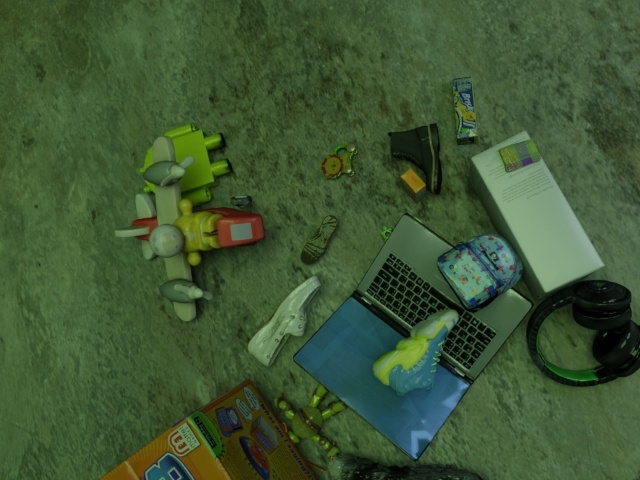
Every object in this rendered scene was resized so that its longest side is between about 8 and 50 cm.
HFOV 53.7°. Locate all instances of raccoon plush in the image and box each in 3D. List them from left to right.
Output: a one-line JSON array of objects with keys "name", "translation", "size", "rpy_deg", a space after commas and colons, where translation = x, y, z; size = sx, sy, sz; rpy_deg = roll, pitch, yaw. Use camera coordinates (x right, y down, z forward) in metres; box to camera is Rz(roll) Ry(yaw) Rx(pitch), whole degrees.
[{"name": "raccoon plush", "translation": [0.232, 0.696, 1.507], "size": [0.446, 0.216, 0.299], "rpy_deg": [5, 93, 39]}]

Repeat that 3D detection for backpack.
[{"name": "backpack", "translation": [0.373, 0.062, 1.454], "size": [0.173, 0.117, 0.158], "rpy_deg": [-32, 73, 5]}]

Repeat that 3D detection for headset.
[{"name": "headset", "translation": [0.678, 0.184, 1.479], "size": [0.394, 0.185, 0.243], "rpy_deg": [-27, 104, 21]}]

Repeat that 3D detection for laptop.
[{"name": "laptop", "translation": [0.218, 0.219, 1.520], "size": [0.382, 0.236, 0.408], "rpy_deg": [37, 114, 15]}]

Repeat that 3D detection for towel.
[{"name": "towel", "translation": [0.462, -0.199, 1.470], "size": [0.083, 0.009, 0.060], "rpy_deg": [-20, 75, 4]}]

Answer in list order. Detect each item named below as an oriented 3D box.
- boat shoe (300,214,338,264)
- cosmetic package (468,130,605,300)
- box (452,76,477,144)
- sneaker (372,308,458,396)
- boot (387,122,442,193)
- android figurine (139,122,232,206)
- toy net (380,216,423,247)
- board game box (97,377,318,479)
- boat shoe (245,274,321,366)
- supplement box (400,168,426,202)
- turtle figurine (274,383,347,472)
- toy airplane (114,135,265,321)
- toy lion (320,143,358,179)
[{"name": "boat shoe", "translation": [-0.001, -0.002, 1.722], "size": [0.056, 0.048, 0.153], "rpy_deg": [29, 94, 3]}, {"name": "cosmetic package", "translation": [0.509, -0.052, 1.537], "size": [0.155, 0.197, 0.365], "rpy_deg": [-27, 77, 5]}, {"name": "box", "translation": [0.385, -0.345, 1.686], "size": [0.054, 0.059, 0.169], "rpy_deg": [-4, 79, 13]}, {"name": "sneaker", "translation": [0.243, 0.267, 1.464], "size": [0.240, 0.091, 0.126], "rpy_deg": [-37, 92, 0]}, {"name": "boot", "translation": [0.252, -0.211, 1.692], "size": [0.137, 0.077, 0.198], "rpy_deg": [-5, 66, 16]}, {"name": "android figurine", "translation": [-0.397, -0.215, 1.835], "size": [0.273, 0.056, 0.248], "rpy_deg": [-19, 77, 8]}, {"name": "toy net", "translation": [0.230, 0.059, 1.655], "size": [0.122, 0.045, 0.232], "rpy_deg": [-13, 78, 9]}, {"name": "board game box", "translation": [-0.261, 0.597, 1.462], "size": [0.356, 0.356, 0.356], "rpy_deg": [-37, 82, 12]}, {"name": "boat shoe", "translation": [-0.077, 0.216, 1.671], "size": [0.096, 0.098, 0.277], "rpy_deg": [41, 100, 15]}, {"name": "supplement box", "translation": [0.244, -0.142, 1.660], "size": [0.036, 0.098, 0.062], "rpy_deg": [-40, 73, -1]}, {"name": "turtle figurine", "translation": [-0.031, 0.442, 1.620], "size": [0.269, 0.087, 0.217], "rpy_deg": [42, 91, 16]}, {"name": "toy airplane", "translation": [-0.387, -0.025, 1.685], "size": [0.386, 0.272, 0.384], "rpy_deg": [43, 111, 2]}, {"name": "toy lion", "translation": [0.049, -0.218, 1.754], "size": [0.096, 0.034, 0.100], "rpy_deg": [7, 81, 21]}]
